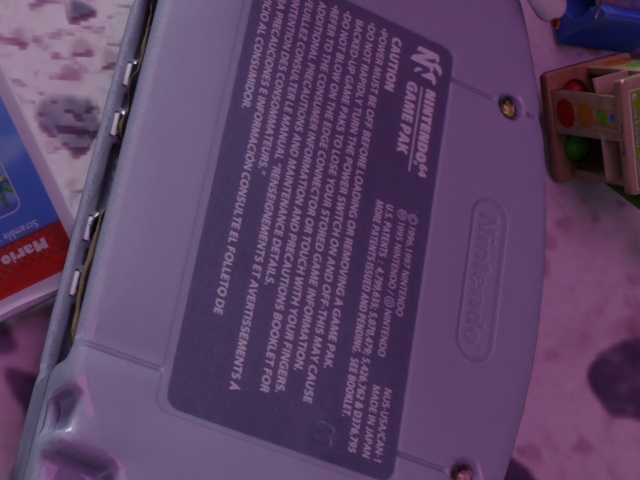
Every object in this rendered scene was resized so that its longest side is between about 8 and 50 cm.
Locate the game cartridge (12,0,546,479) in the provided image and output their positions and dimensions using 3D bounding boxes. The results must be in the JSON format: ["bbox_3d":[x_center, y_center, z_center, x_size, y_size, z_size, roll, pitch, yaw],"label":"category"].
[{"bbox_3d":[0.000,0.000,0.658,0.196,0.060,0.294,21,61,-19],"label":"game cartridge"}]

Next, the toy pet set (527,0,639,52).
[{"bbox_3d":[0.108,-0.131,0.775,0.114,0.065,0.122,5,30,-23],"label":"toy pet set"}]

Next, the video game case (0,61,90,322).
[{"bbox_3d":[-0.229,-0.074,0.588,0.204,0.025,0.285,-27,94,-29],"label":"video game case"}]

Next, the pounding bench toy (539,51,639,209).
[{"bbox_3d":[0.142,-0.041,0.746,0.052,0.065,0.083,-17,106,-28],"label":"pounding bench toy"}]
